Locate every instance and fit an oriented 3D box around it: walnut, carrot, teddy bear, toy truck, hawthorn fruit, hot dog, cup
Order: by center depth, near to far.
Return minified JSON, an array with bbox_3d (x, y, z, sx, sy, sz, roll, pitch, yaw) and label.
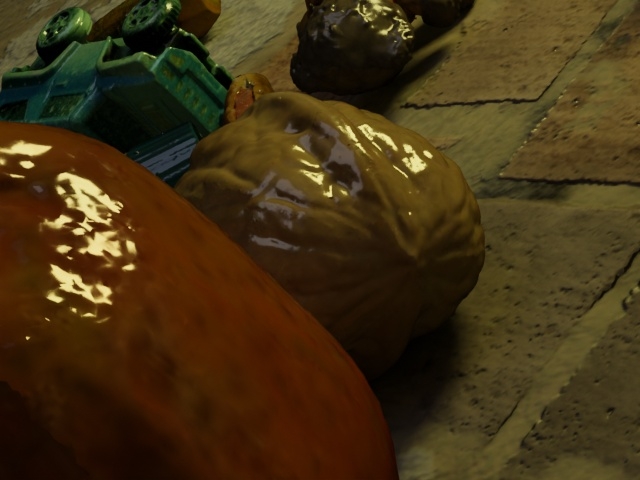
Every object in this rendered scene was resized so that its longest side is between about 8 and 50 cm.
[{"bbox_3d":[-0.192,0.164,1.172,0.472,0.472,0.472,-28,27,16],"label":"hawthorn fruit"},{"bbox_3d":[0.000,0.000,1.469,0.225,0.225,0.261,-44,26,-16],"label":"walnut"},{"bbox_3d":[-0.052,-0.074,1.797,0.061,0.088,0.286,-25,22,7],"label":"hot dog"},{"bbox_3d":[-0.155,-0.024,1.803,0.155,0.131,0.176,-29,1,3],"label":"cup"},{"bbox_3d":[0.043,-0.212,1.853,0.177,0.140,0.190,-16,41,29],"label":"teddy bear"},{"bbox_3d":[-0.200,-0.139,2.002,0.279,0.155,0.156,-1,52,49],"label":"toy truck"},{"bbox_3d":[-0.189,-0.241,2.235,0.173,0.082,0.082,-29,26,29],"label":"carrot"}]
